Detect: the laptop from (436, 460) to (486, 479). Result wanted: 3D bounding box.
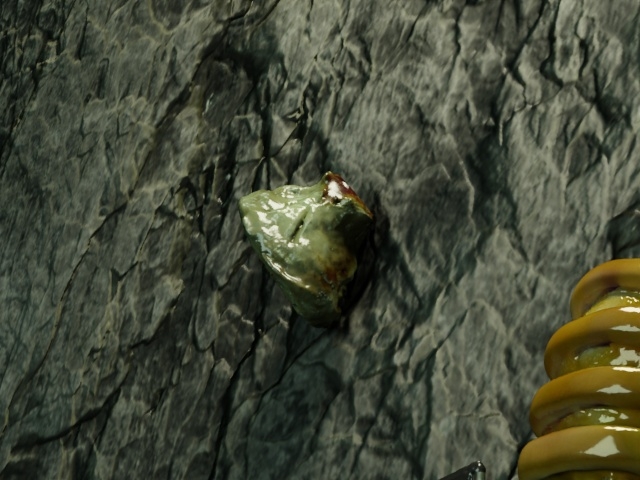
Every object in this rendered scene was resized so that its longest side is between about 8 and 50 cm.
[{"bbox_3d":[0.060,0.239,1.214,0.129,0.016,0.180,-33,40,42],"label":"laptop"}]

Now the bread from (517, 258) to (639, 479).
[{"bbox_3d":[0.174,0.086,1.086,0.119,0.084,0.177,-18,48,51],"label":"bread"}]

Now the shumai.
[{"bbox_3d":[0.000,0.000,1.436,0.087,0.099,0.123,-33,69,4],"label":"shumai"}]
